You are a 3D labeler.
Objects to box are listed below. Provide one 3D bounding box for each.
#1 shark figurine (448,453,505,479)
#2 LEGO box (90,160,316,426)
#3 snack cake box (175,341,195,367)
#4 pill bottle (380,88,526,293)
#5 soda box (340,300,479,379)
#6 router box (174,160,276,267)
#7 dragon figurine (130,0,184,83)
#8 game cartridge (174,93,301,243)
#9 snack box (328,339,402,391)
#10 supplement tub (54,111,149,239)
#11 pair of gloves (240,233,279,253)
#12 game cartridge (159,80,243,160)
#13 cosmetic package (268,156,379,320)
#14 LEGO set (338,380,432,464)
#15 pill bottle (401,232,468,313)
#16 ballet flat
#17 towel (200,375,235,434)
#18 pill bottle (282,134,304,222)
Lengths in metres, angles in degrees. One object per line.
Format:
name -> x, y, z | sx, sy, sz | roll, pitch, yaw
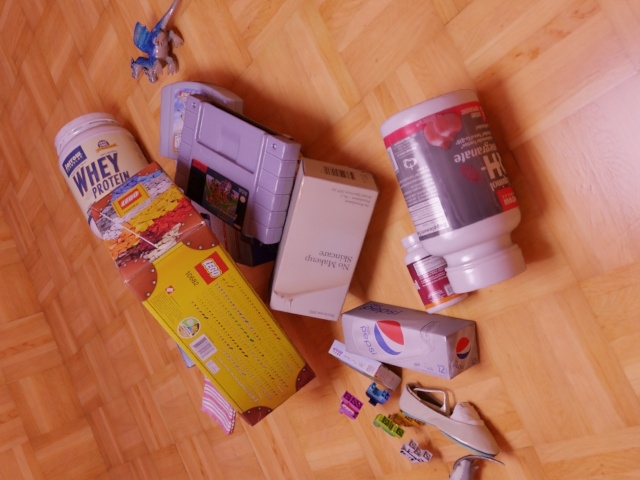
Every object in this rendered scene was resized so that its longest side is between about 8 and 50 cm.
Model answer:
shark figurine -> 0.305, 0.520, 1.456 | 0.116, 0.166, 0.278 | 18, 110, 12
LEGO box -> -0.262, 0.119, 1.613 | 0.372, 0.193, 0.500 | 43, 167, 53
snack cake box -> -0.381, 0.224, 2.116 | 0.152, 0.089, 0.264 | -39, 75, 49
pill bottle -> 0.234, -0.079, 1.225 | 0.176, 0.176, 0.319 | -21, 89, 50
soda box -> 0.175, 0.197, 1.462 | 0.286, 0.098, 0.091 | 7, 110, 48
router box -> -0.250, -0.123, 1.834 | 0.301, 0.082, 0.336 | 15, 115, 45
dragon figurine -> -0.435, -0.527, 1.886 | 0.144, 0.085, 0.289 | 41, 133, 30
game cartridge -> -0.195, -0.159, 1.561 | 0.355, 0.068, 0.230 | 31, 112, 39
snack box -> 0.098, 0.276, 1.583 | 0.141, 0.037, 0.100 | 22, 165, 42
supplement tub -> -0.619, -0.189, 2.111 | 0.325, 0.235, 0.235 | 58, 138, 15
pair of gloves -> -0.156, -0.053, 1.659 | 0.198, 0.023, 0.159 | 22, 131, 47
game cartridge -> -0.295, -0.281, 1.727 | 0.297, 0.062, 0.198 | 18, 112, 44
cosmetic package -> 0.000, 0.000, 1.490 | 0.113, 0.160, 0.310 | -98, 21, -63
LEGO set -> 0.143, 0.394, 1.573 | 0.227, 0.087, 0.093 | 37, 144, 2
pill bottle -> 0.213, 0.056, 1.372 | 0.086, 0.086, 0.152 | -31, 80, 50
ballet flat -> 0.258, 0.351, 1.448 | 0.248, 0.086, 0.086 | 17, 117, 45
towel -> -0.308, 0.477, 2.178 | 0.144, 0.029, 0.197 | 33, 127, 36
pill bottle -> -0.065, -0.120, 1.597 | 0.215, 0.117, 0.117 | 60, 139, 13
